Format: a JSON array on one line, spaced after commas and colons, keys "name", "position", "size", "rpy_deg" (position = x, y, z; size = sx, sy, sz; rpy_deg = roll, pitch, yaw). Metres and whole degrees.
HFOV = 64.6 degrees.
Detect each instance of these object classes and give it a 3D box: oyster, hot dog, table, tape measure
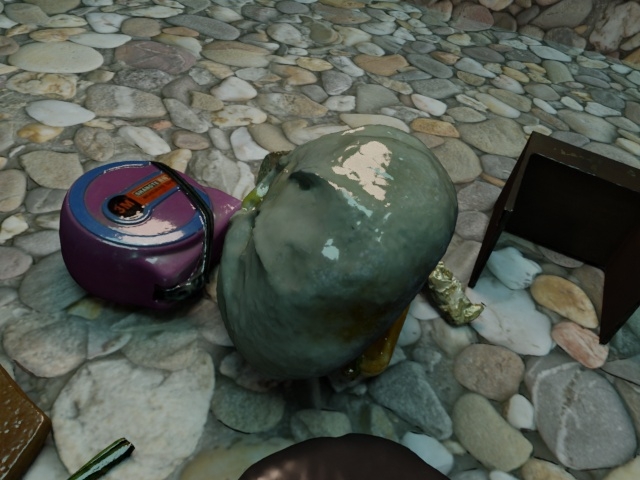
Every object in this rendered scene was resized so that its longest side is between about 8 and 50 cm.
[{"name": "oyster", "position": [0.174, 0.053, 0.846], "size": [0.061, 0.106, 0.200], "rpy_deg": [-41, 42, -7]}, {"name": "hot dog", "position": [0.076, 0.109, 0.764], "size": [0.104, 0.076, 0.250], "rpy_deg": [34, 46, -5]}, {"name": "table", "position": [0.433, -0.013, 0.896], "size": [0.251, 0.196, 0.282], "rpy_deg": [24, 45, 12]}, {"name": "tape measure", "position": [-0.255, -0.008, 0.763], "size": [0.245, 0.149, 0.231], "rpy_deg": [29, 41, 7]}]

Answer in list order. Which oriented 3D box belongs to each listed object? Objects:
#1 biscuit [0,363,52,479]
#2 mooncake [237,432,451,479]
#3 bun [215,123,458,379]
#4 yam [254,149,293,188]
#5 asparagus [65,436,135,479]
[{"name": "biscuit", "position": [-0.419, 0.230, 0.536], "size": [0.182, 0.034, 0.215], "rpy_deg": [33, 48, 23]}, {"name": "mooncake", "position": [0.026, 0.323, 0.460], "size": [0.283, 0.141, 0.283], "rpy_deg": [11, 33, -7]}, {"name": "bun", "position": [0.000, 0.000, 0.659], "size": [0.211, 0.362, 0.361], "rpy_deg": [41, 36, -22]}, {"name": "yam", "position": [-0.011, -0.091, 0.908], "size": [0.255, 0.153, 0.154], "rpy_deg": [-7, 45, -24]}, {"name": "asparagus", "position": [-0.298, 0.282, 0.516], "size": [0.233, 0.022, 0.023], "rpy_deg": [-31, 101, -40]}]
